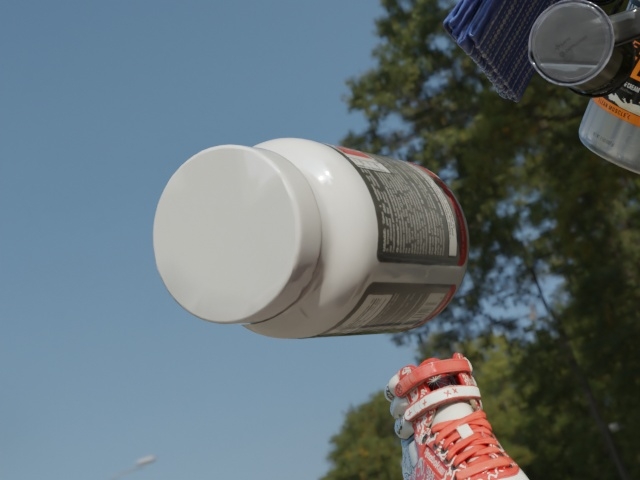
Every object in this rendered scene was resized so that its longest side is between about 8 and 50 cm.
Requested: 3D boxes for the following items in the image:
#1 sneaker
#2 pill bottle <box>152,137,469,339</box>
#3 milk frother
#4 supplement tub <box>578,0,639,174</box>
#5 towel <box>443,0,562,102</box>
[{"bbox_3d":[0.113,0.174,0.963,0.090,0.145,0.270,-13,-2,-6],"label":"sneaker"},{"bbox_3d":[0.000,0.000,1.229,0.210,0.210,0.363,-27,-16,26],"label":"pill bottle"},{"bbox_3d":[0.267,-0.228,1.150,0.129,0.143,0.134,-36,-12,20],"label":"milk frother"},{"bbox_3d":[0.539,-0.268,1.754,0.193,0.193,0.316,-2,-61,-39],"label":"supplement tub"},{"bbox_3d":[0.249,-0.303,1.354,0.243,0.040,0.336,-61,-19,5],"label":"towel"}]
